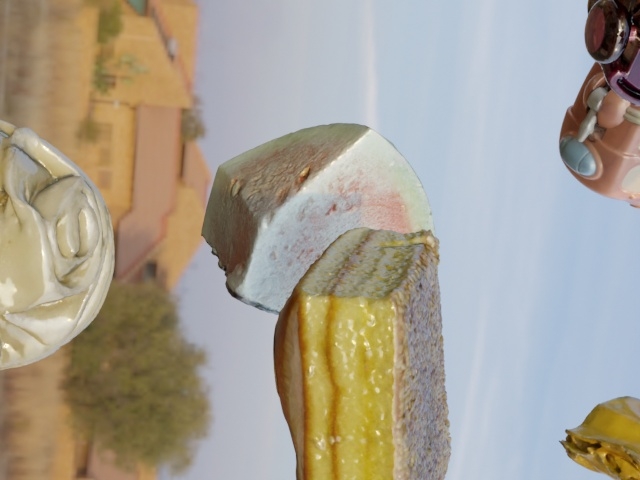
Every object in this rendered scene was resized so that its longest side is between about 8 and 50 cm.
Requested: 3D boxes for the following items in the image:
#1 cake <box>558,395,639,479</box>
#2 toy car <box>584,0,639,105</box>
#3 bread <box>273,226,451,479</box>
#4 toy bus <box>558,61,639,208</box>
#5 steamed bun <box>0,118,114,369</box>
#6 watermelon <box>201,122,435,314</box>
[{"bbox_3d":[0.301,0.175,0.976,0.080,0.184,0.116,-71,-159,2],"label":"cake"},{"bbox_3d":[0.446,-0.342,1.413,0.341,0.271,0.240,106,-20,-46],"label":"toy car"},{"bbox_3d":[0.039,0.121,0.968,0.184,0.110,0.234,-50,138,-65],"label":"bread"},{"bbox_3d":[0.487,-0.183,1.824,0.194,0.232,0.288,49,-45,36],"label":"toy bus"},{"bbox_3d":[-0.253,0.005,0.958,0.218,0.144,0.211,51,48,-38],"label":"steamed bun"},{"bbox_3d":[0.000,0.000,1.287,0.213,0.320,0.290,-35,164,-45],"label":"watermelon"}]
